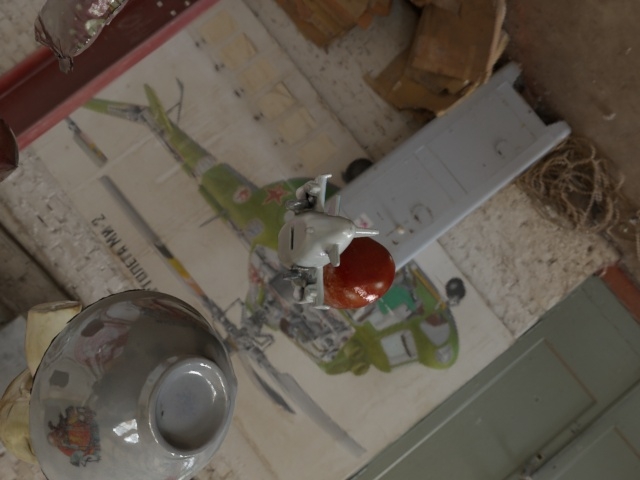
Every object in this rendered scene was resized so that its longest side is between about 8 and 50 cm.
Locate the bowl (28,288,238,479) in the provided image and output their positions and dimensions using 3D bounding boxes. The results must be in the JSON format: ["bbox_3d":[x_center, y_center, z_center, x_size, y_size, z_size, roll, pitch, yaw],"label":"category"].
[{"bbox_3d":[-0.238,0.244,0.897,0.157,0.345,0.345,-6,130,43],"label":"bowl"}]

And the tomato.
[{"bbox_3d":[0.060,0.060,1.469,0.233,0.200,0.139,7,140,44],"label":"tomato"}]

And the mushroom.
[{"bbox_3d":[-0.578,0.340,1.375,0.315,0.315,0.356,59,-155,-59],"label":"mushroom"}]

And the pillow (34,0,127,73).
[{"bbox_3d":[-0.211,-0.248,0.562,0.043,0.185,0.118,28,-166,-51],"label":"pillow"}]

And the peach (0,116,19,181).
[{"bbox_3d":[-0.577,-0.145,0.973,0.152,0.152,0.152,52,176,6],"label":"peach"}]

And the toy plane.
[{"bbox_3d":[-0.005,-0.001,1.134,0.123,0.267,0.267,7,-161,-26],"label":"toy plane"}]
